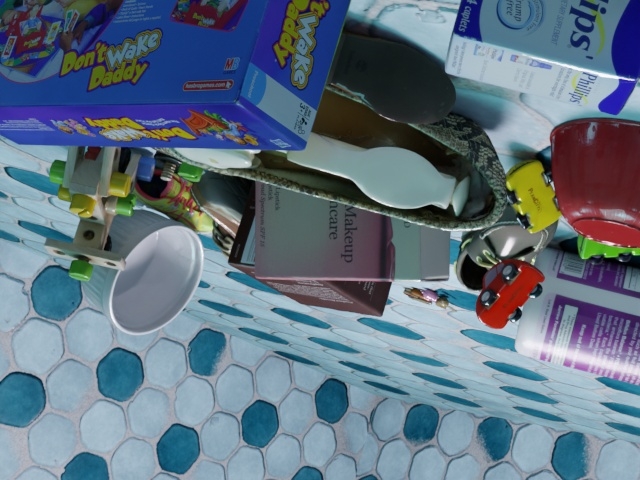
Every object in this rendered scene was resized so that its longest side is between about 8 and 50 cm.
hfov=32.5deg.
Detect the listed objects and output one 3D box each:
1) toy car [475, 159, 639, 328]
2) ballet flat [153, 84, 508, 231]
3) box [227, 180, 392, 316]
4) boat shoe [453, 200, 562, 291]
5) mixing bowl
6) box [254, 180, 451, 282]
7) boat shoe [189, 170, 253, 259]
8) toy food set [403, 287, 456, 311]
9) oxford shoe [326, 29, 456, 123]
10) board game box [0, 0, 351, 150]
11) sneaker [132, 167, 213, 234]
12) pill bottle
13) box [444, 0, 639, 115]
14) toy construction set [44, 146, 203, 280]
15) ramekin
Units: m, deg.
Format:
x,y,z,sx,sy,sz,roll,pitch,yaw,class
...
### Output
x,y,z,sx,sy,sz,roll,pitch,yaw,class
0.308,-0.004,1.389,0.225,0.239,0.053,-4,-149,-17,toy car
-0.013,-0.114,1.167,0.483,0.164,0.182,16,-161,-14,ballet flat
0.000,0.000,1.666,0.169,0.167,0.203,6,164,36,box
0.257,0.007,1.542,0.109,0.091,0.305,17,167,-2,boat shoe
0.328,-0.052,1.200,0.182,0.098,0.181,17,167,4,mixing bowl
0.043,-0.021,1.434,0.232,0.148,0.127,0,179,24,box
-0.117,-0.011,1.790,0.116,0.123,0.324,-35,145,14,boat shoe
0.215,0.112,2.201,0.122,0.019,0.078,15,169,42,toy food set
0.043,-0.181,1.128,0.212,0.076,0.076,19,-163,-22,oxford shoe
-0.130,-0.194,0.876,0.347,0.233,0.078,6,163,41,board game box
-0.239,-0.071,1.863,0.209,0.081,0.094,17,165,-1,sneaker
0.450,0.122,1.611,0.302,0.169,0.169,14,167,13,pill bottle
0.175,-0.176,0.814,0.137,0.126,0.072,15,165,5,box
-0.377,-0.078,1.659,0.309,0.237,0.257,23,166,-22,toy construction set
-0.307,0.046,1.855,0.109,0.207,0.207,30,176,33,ramekin
